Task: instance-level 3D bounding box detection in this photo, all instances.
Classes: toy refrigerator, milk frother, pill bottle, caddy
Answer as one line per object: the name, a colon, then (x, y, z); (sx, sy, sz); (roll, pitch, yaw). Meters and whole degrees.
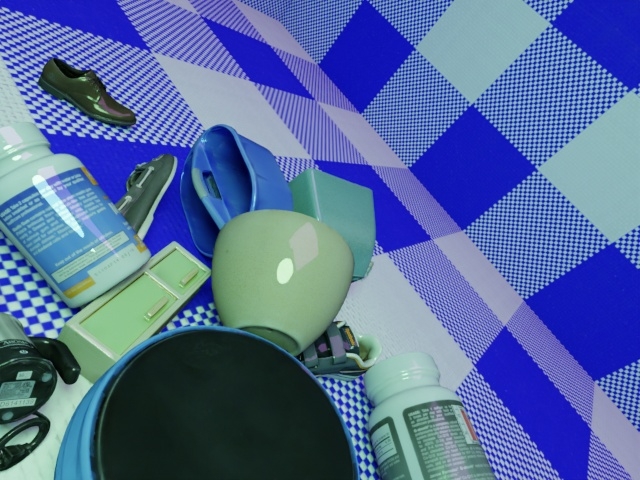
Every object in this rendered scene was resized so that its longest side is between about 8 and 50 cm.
toy refrigerator: (-0.309, 0.113, 0.708); (0.102, 0.094, 0.269); (40, 30, -5)
milk frother: (-0.403, 0.189, 0.513); (0.135, 0.143, 0.129); (21, -16, 38)
pill bottle: (-0.414, -0.040, 0.643); (0.272, 0.152, 0.152); (58, 27, -15)
pill bottle: (0.217, 0.429, 0.817); (0.210, 0.210, 0.363); (20, 38, -34)
caddy: (-0.220, -0.114, 0.955); (0.179, 0.241, 0.341); (12, 41, -48)

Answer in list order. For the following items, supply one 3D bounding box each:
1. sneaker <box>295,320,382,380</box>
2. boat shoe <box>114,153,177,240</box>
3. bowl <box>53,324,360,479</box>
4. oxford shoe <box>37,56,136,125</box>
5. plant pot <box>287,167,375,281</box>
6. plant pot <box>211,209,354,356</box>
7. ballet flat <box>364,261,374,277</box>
sneaker: (-0.001, 0.237, 0.888); (0.321, 0.127, 0.126); (13, 43, -39)
boat shoe: (-0.392, -0.103, 0.864); (0.095, 0.112, 0.335); (32, 35, -28)
bowl: (-0.116, 0.273, 0.535); (0.391, 0.077, 0.391); (28, 25, -14)
oxford shoe: (-0.565, -0.365, 1.005); (0.227, 0.096, 0.083); (27, 32, -28)
plant pot: (0.000, 0.000, 1.080); (0.248, 0.247, 0.252); (11, 60, -42)
plant pot: (-0.083, 0.108, 0.763); (0.284, 0.284, 0.191); (29, 45, -22)
ballet flat: (0.097, 0.014, 1.327); (0.091, 0.077, 0.241); (-8, 57, -52)
